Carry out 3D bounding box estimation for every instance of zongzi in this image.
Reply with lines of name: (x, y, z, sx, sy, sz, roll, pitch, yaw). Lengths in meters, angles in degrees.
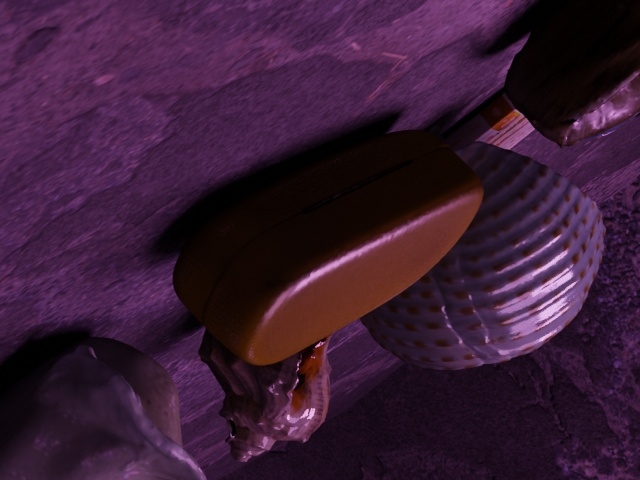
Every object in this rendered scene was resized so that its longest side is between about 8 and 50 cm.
zongzi: (0.328, -0.228, 1.720, 0.323, 0.160, 0.360, -37, 174, 3)

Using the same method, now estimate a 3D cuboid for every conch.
conch: (0.176, 0.035, 2.069, 0.303, 0.215, 0.319, 3, 152, 14)
conch: (-0.065, 0.119, 2.087, 0.210, 0.159, 0.291, 25, 76, -72)

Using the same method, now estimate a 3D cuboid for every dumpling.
dumpling: (-0.227, 0.198, 1.787, 0.270, 0.212, 0.320, 1, -177, -2)

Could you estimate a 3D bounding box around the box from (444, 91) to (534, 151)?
box: (0.212, -0.132, 2.178, 0.122, 0.032, 0.220, -38, 170, 14)

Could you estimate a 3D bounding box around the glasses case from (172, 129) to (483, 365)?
glasses case: (0.000, 0.000, 1.759, 0.371, 0.141, 0.173, -26, 152, -46)
